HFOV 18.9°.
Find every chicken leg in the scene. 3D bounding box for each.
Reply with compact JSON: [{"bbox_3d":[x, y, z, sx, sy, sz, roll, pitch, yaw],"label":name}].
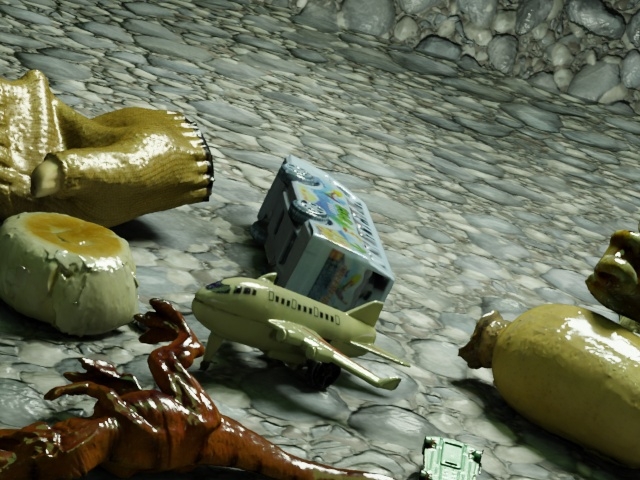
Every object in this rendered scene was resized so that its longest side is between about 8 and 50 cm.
[{"bbox_3d":[0.446,0.133,2.114,0.361,0.211,0.140,29,43,4],"label":"chicken leg"}]

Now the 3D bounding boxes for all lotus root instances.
[{"bbox_3d":[0.288,0.148,2.047,0.303,0.131,0.146,28,19,34],"label":"lotus root"}]

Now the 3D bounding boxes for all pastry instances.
[{"bbox_3d":[-0.263,0.033,1.974,0.165,0.088,0.166,15,19,-5],"label":"pastry"}]

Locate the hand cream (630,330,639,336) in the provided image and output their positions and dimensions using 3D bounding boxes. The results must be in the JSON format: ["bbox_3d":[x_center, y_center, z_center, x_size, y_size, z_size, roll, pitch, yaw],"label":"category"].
[{"bbox_3d":[0.411,0.145,2.343,0.194,0.042,0.067,20,9,-5],"label":"hand cream"}]

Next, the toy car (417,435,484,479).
[{"bbox_3d":[0.121,0.223,1.819,0.059,0.035,0.122,17,25,0],"label":"toy car"}]

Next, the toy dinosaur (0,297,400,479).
[{"bbox_3d":[-0.120,0.152,1.716,0.432,0.097,0.208,2,36,-32],"label":"toy dinosaur"}]

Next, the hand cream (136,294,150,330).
[{"bbox_3d":[-0.195,0.075,2.033,0.030,0.019,0.093,7,12,-24],"label":"hand cream"}]

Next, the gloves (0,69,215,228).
[{"bbox_3d":[-0.286,-0.088,2.218,0.356,0.155,0.203,7,28,-40],"label":"gloves"}]

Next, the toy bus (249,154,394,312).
[{"bbox_3d":[0.000,0.000,2.303,0.136,0.109,0.330,23,15,-13],"label":"toy bus"}]

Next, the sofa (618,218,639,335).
[{"bbox_3d":[0.499,0.040,2.505,0.200,0.182,0.258,16,17,1],"label":"sofa"}]

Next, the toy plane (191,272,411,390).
[{"bbox_3d":[-0.031,0.089,1.983,0.256,0.104,0.242,3,24,-38],"label":"toy plane"}]
